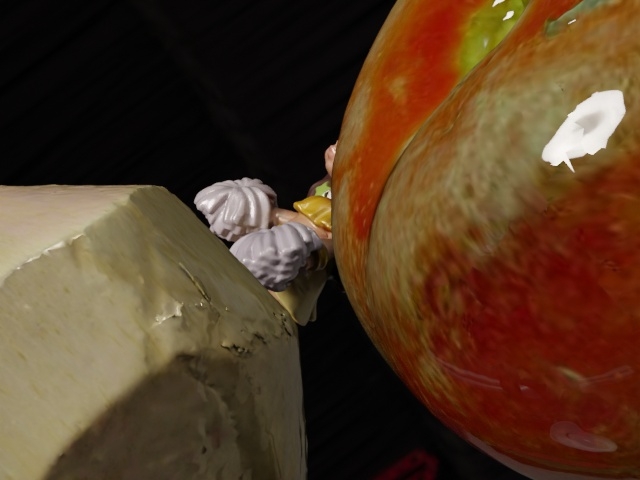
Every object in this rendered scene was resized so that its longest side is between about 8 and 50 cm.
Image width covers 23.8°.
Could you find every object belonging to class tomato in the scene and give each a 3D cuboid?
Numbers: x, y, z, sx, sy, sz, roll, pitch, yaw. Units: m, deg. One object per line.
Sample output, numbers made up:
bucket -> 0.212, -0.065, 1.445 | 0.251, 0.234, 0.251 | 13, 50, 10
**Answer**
tomato -> 0.139, -0.031, 0.531 | 0.222, 0.270, 0.270 | 25, -175, -16

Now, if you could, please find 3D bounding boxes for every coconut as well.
coconut -> -0.137, 0.083, 0.720 | 0.259, 0.259, 0.259 | 54, 177, 4

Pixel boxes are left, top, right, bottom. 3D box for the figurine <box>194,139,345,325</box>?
figurine -> 0.002, -0.001, 1.000 | 0.116, 0.240, 0.175 | 53, 175, -22
